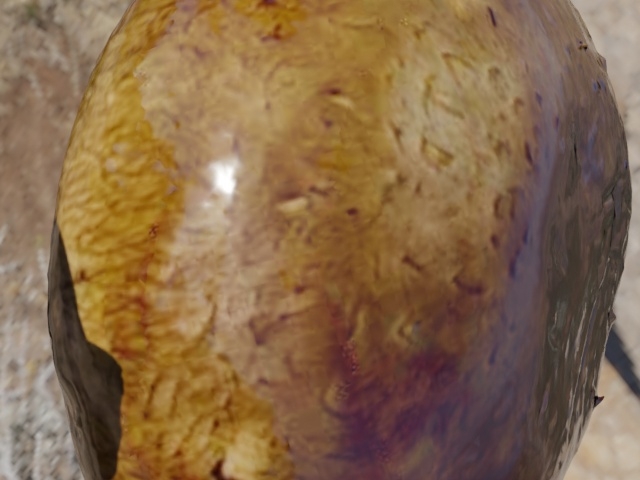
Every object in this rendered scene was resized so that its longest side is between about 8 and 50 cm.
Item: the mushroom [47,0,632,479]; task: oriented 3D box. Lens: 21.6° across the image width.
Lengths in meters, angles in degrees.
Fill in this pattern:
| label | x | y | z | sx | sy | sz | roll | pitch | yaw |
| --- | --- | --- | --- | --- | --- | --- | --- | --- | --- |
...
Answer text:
| label | x | y | z | sx | sy | sz | roll | pitch | yaw |
| --- | --- | --- | --- | --- | --- | --- | --- | --- | --- |
| mushroom | 0.023 | 0.000 | 0.724 | 0.239 | 0.345 | 0.345 | 2 | 52 | 2 |
